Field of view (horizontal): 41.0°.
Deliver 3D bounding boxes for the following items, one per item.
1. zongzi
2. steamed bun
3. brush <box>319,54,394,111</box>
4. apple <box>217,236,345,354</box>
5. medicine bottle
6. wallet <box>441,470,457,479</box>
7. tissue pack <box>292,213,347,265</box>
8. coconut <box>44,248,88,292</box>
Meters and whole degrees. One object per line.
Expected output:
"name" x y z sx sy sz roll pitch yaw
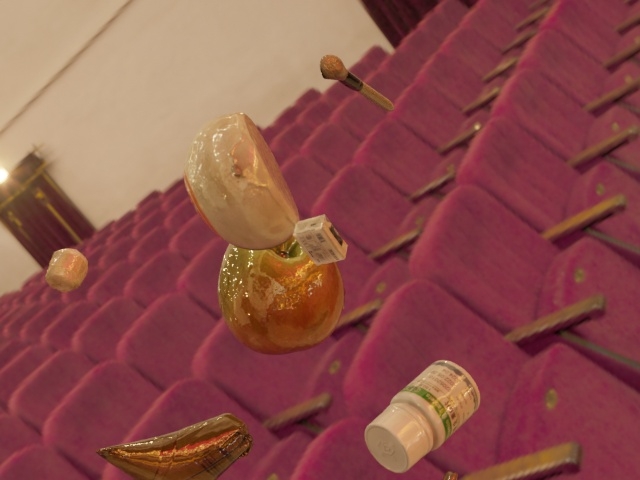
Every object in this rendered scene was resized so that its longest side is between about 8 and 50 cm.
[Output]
"zongzi" -0.309 0.440 1.876 0.260 0.289 0.123 -42 39 -10
"steamed bun" -0.168 -0.104 1.699 0.177 0.283 0.283 -27 12 6
"brush" 0.075 -0.284 1.607 0.039 0.042 0.299 -10 -14 26
"apple" -0.099 0.114 2.204 0.338 0.305 0.338 2 24 -1
"medicine bottle" 0.206 0.355 1.735 0.237 0.139 0.139 -31 4 -38
"wallet" 0.203 0.496 1.528 0.118 0.039 0.152 92 -158 -46
"tissue pack" 0.000 0.000 1.428 0.062 0.083 0.042 -16 41 26
"coconut" -0.683 0.072 2.307 0.110 0.110 0.124 -31 32 34
